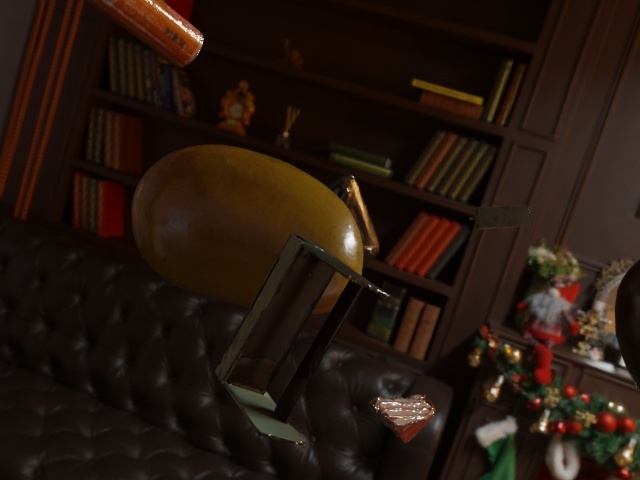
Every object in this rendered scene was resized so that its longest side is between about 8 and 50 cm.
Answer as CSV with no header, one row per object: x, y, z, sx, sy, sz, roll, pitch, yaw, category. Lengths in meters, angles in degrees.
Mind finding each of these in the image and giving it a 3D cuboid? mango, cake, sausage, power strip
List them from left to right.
-0.283,-0.353,0.967,0.071,0.071,0.234,23,-6,43,sausage
-0.127,-0.018,1.138,0.445,0.232,0.300,23,49,20,mango
0.205,0.437,1.616,0.098,0.135,0.287,54,6,30,cake
0.394,-0.051,1.411,0.136,0.051,0.019,-4,-5,1,power strip

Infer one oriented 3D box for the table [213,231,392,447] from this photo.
-0.033,0.073,0.585,0.062,0.146,0.175,28,3,-33,table

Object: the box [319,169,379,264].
0.000,0.000,1.596,0.073,0.289,0.290,46,-16,49,box

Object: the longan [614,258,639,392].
0.643,0.155,0.962,0.404,0.336,0.404,17,34,-12,longan
